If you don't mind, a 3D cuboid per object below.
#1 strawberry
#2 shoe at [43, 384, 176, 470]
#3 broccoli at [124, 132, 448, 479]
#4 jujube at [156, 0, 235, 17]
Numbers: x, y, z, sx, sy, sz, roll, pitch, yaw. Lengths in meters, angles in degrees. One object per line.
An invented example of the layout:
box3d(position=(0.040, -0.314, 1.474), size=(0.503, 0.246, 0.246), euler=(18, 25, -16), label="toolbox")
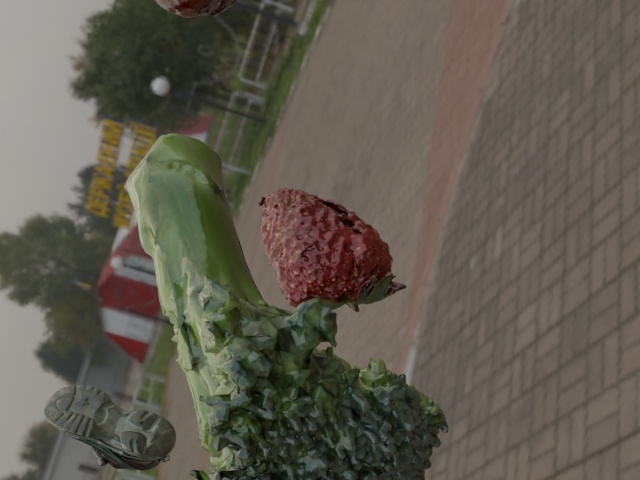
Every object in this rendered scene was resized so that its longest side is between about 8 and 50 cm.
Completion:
box3d(position=(0.011, -0.006, 1.310), size=(0.098, 0.174, 0.228), euler=(107, 148, -46), label="strawberry")
box3d(position=(-0.266, 0.247, 1.202), size=(0.099, 0.169, 0.071), euler=(108, -178, -46), label="shoe")
box3d(position=(-0.060, 0.120, 0.868), size=(0.397, 0.275, 0.353), euler=(40, 132, 47), label="broccoli")
box3d(position=(-0.118, -0.254, 0.925), size=(0.129, 0.077, 0.077), euler=(-46, -21, -67), label="jujube")
